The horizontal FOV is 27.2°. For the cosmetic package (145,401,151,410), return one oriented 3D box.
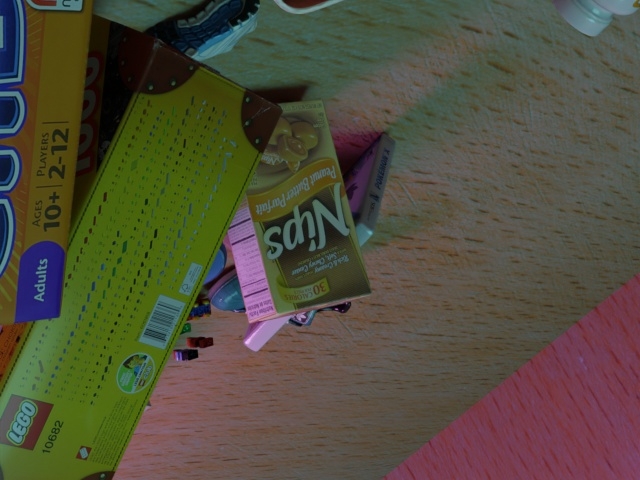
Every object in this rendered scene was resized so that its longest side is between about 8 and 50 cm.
[{"bbox_3d":[-0.494,0.340,2.491,0.309,0.113,0.160,-35,154,12],"label":"cosmetic package"}]

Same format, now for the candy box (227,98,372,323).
[{"bbox_3d":[-0.051,-0.048,2.002,0.182,0.317,0.087,-10,172,-35],"label":"candy box"}]

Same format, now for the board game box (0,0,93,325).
[{"bbox_3d":[-0.461,-0.133,1.208,0.356,0.356,0.356,-7,113,-41],"label":"board game box"}]

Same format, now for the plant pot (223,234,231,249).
[{"bbox_3d":[-0.102,-0.010,2.277,0.109,0.096,0.109,-40,152,20],"label":"plant pot"}]

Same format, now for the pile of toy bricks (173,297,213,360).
[{"bbox_3d":[-0.295,0.163,2.413,0.105,0.118,0.212,0,-173,35],"label":"pile of toy bricks"}]

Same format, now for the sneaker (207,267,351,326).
[{"bbox_3d":[-0.066,0.103,2.495,0.302,0.121,0.108,-9,148,-37],"label":"sneaker"}]

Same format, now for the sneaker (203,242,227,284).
[{"bbox_3d":[-0.245,0.077,2.014,0.322,0.236,0.130,0,117,-35],"label":"sneaker"}]

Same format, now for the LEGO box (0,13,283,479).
[{"bbox_3d":[-0.313,-0.003,1.481,0.193,0.372,0.500,23,92,-44],"label":"LEGO box"}]

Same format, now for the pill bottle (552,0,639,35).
[{"bbox_3d":[0.476,-0.439,2.054,0.136,0.136,0.246,-1,143,-46],"label":"pill bottle"}]

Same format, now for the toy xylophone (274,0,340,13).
[{"bbox_3d":[0.043,-0.382,1.656,0.322,0.236,0.081,-26,123,-12],"label":"toy xylophone"}]

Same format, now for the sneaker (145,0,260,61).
[{"bbox_3d":[-0.162,-0.265,1.780,0.190,0.071,0.083,-27,160,-6],"label":"sneaker"}]

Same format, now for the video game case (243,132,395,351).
[{"bbox_3d":[0.000,0.000,2.251,0.329,0.036,0.300,-46,-165,31],"label":"video game case"}]
